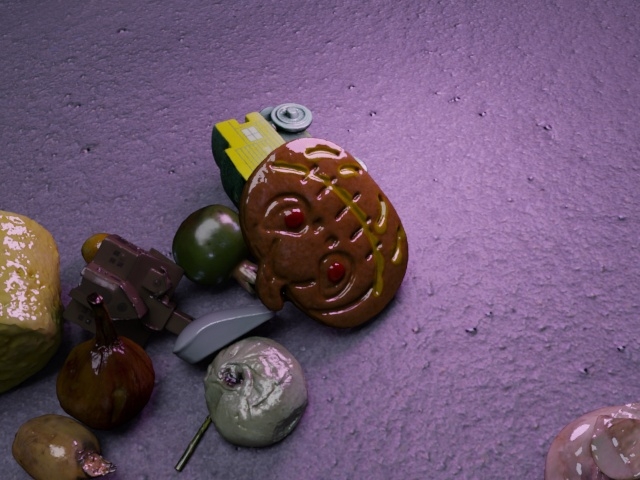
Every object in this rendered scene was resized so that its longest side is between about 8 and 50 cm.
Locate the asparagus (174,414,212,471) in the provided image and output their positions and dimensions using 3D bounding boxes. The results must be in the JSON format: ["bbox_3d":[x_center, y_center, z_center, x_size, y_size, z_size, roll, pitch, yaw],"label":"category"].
[{"bbox_3d":[-0.241,0.386,1.427,0.015,0.018,0.127,32,61,1],"label":"asparagus"}]

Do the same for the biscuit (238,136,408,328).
[{"bbox_3d":[0.003,0.000,1.487,0.350,0.394,0.070,-51,17,-18],"label":"biscuit"}]

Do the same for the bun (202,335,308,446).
[{"bbox_3d":[-0.127,0.285,1.426,0.221,0.108,0.221,-5,52,6],"label":"bun"}]

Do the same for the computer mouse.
[{"bbox_3d":[-0.197,0.175,1.512,0.231,0.128,0.079,-27,93,-14],"label":"computer mouse"}]

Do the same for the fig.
[{"bbox_3d":[-0.420,0.244,1.400,0.190,0.290,0.191,1,58,-1],"label":"fig"}]

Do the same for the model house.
[{"bbox_3d":[-0.378,0.131,1.536,0.243,0.204,0.211,29,94,-5],"label":"model house"}]

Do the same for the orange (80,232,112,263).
[{"bbox_3d":[-0.509,0.023,1.719,0.095,0.085,0.085,0,52,8],"label":"orange"}]

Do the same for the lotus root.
[{"bbox_3d":[-0.487,0.402,1.400,0.221,0.118,0.125,18,74,26],"label":"lotus root"}]

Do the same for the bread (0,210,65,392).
[{"bbox_3d":[-0.693,0.131,1.509,0.348,0.348,0.308,-22,55,-7],"label":"bread"}]

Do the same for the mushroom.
[{"bbox_3d":[0.495,0.375,1.126,0.297,0.290,0.297,-6,52,7],"label":"mushroom"}]

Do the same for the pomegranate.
[{"bbox_3d":[-0.212,0.030,1.616,0.225,0.187,0.187,40,66,7],"label":"pomegranate"}]

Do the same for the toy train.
[{"bbox_3d":[-0.076,-0.146,1.687,0.272,0.179,0.442,-22,51,-23],"label":"toy train"}]
